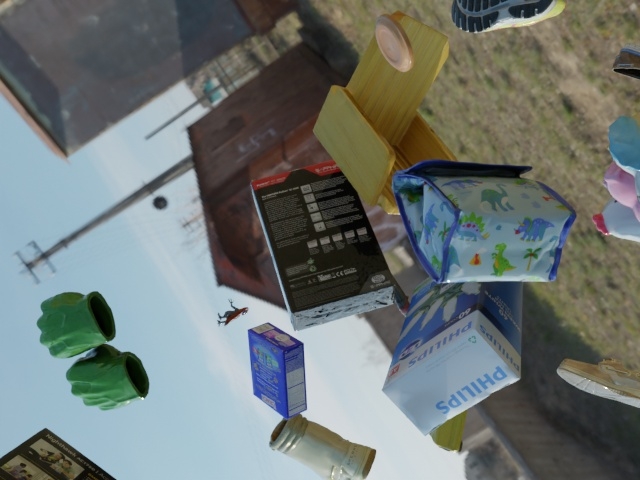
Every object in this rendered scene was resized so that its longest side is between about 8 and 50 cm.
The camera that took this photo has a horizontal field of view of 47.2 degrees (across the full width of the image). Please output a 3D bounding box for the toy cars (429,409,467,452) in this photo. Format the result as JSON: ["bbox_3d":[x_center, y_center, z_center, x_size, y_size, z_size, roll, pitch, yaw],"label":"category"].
[{"bbox_3d":[0.144,0.304,0.991,0.394,0.087,0.176,-68,-15,-45],"label":"toy cars"}]

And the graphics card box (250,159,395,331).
[{"bbox_3d":[0.000,0.000,1.628,0.094,0.232,0.371,87,166,-55],"label":"graphics card box"}]

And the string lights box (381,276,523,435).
[{"bbox_3d":[0.167,0.103,0.875,0.077,0.133,0.260,48,-154,-6],"label":"string lights box"}]

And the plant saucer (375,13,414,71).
[{"bbox_3d":[0.099,-0.269,1.003,0.083,0.013,0.083,56,169,17],"label":"plant saucer"}]

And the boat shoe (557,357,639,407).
[{"bbox_3d":[0.466,0.218,1.165,0.170,0.059,0.063,19,157,13],"label":"boat shoe"}]

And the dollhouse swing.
[{"bbox_3d":[0.216,-0.272,1.633,0.347,0.305,0.315,1,-131,-56],"label":"dollhouse swing"}]

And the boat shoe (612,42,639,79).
[{"bbox_3d":[0.665,-0.327,1.448,0.183,0.066,0.066,38,-177,42],"label":"boat shoe"}]

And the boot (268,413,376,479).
[{"bbox_3d":[-0.011,0.446,1.527,0.203,0.095,0.262,26,153,0],"label":"boot"}]

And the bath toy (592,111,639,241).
[{"bbox_3d":[0.449,-0.075,1.012,0.348,0.129,0.151,38,-131,-68],"label":"bath toy"}]

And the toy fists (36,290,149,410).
[{"bbox_3d":[-0.461,0.223,1.471,0.096,0.142,0.279,-83,-26,-62],"label":"toy fists"}]

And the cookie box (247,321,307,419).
[{"bbox_3d":[-0.061,0.183,1.034,0.092,0.040,0.107,22,120,50],"label":"cookie box"}]

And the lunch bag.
[{"bbox_3d":[0.152,-0.030,0.718,0.151,0.128,0.096,-117,32,-60],"label":"lunch bag"}]

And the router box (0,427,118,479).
[{"bbox_3d":[-0.181,0.230,0.556,0.179,0.046,0.133,36,-173,3],"label":"router box"}]

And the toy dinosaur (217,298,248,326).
[{"bbox_3d":[-0.196,0.175,1.674,0.090,0.082,0.047,44,140,50],"label":"toy dinosaur"}]

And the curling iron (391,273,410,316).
[{"bbox_3d":[0.209,0.146,1.733,0.274,0.068,0.035,55,-143,-11],"label":"curling iron"}]

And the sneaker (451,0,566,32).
[{"bbox_3d":[0.316,-0.390,1.234,0.208,0.094,0.082,14,106,45],"label":"sneaker"}]
